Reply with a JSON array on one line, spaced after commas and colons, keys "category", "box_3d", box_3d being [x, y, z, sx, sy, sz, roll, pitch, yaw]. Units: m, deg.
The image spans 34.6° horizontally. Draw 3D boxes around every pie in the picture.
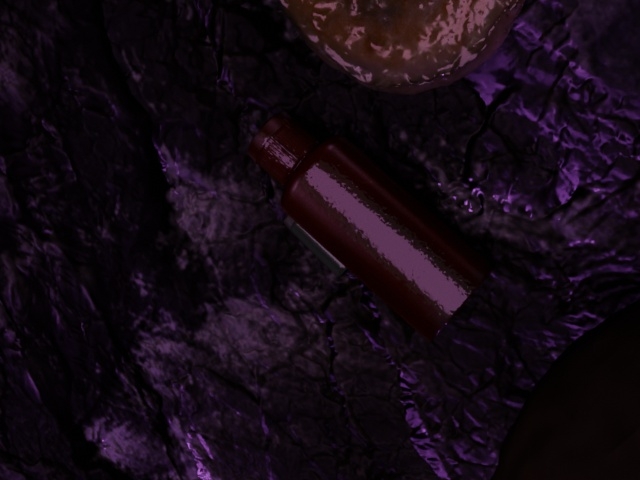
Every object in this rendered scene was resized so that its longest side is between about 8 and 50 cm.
[{"category": "pie", "box_3d": [0.064, -0.266, 0.919, 0.274, 0.055, 0.274, 9, 111, 23]}]

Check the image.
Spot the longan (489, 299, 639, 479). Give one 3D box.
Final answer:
[{"category": "longan", "box_3d": [0.319, 0.220, 0.768, 0.391, 0.391, 0.391, 9, 111, 24]}]

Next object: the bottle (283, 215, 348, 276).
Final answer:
[{"category": "bottle", "box_3d": [0.000, 0.000, 1.057, 0.083, 0.030, 0.030, 43, 120, 9]}]

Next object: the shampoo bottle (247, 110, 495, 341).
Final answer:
[{"category": "shampoo bottle", "box_3d": [0.042, -0.023, 1.008, 0.260, 0.064, 0.102, 42, 115, 9]}]
